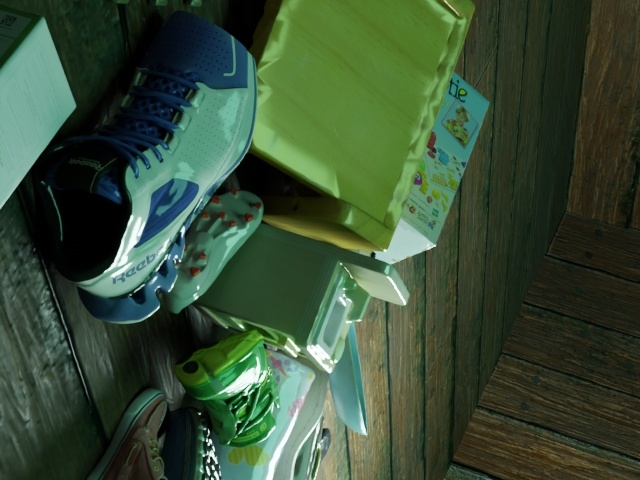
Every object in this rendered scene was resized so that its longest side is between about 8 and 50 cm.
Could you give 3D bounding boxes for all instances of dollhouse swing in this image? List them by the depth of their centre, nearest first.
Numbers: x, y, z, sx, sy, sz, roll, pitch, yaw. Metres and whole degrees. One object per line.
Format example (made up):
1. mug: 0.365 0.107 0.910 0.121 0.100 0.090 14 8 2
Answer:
1. dollhouse swing: -0.016 -0.203 1.687 0.305 0.315 0.347 25 80 -30

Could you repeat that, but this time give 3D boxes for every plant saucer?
1. plant saucer: 0.028 0.137 1.999 0.317 0.044 0.317 -9 90 -87

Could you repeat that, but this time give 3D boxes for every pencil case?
1. pencil case: -0.102 0.280 1.828 0.124 0.113 0.273 109 2 -79

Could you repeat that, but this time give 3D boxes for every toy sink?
1. toy sink: -0.026 0.076 1.670 0.153 0.234 0.131 55 55 -69

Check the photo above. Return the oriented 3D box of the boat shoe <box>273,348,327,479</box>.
1. boat shoe: -0.053 0.305 1.950 0.097 0.117 0.324 53 47 -64

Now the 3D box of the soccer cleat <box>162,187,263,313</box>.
1. soccer cleat: -0.133 0.008 1.582 0.196 0.068 0.076 -52 168 -45

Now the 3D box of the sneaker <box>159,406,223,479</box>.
1. sneaker: -0.201 0.338 1.584 0.129 0.147 0.330 80 13 -46

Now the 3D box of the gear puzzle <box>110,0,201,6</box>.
1. gear puzzle: -0.113 -0.321 1.355 0.339 0.044 0.175 -22 127 -67

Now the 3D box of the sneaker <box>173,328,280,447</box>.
1. sneaker: -0.095 0.184 1.614 0.295 0.109 0.123 57 8 -77

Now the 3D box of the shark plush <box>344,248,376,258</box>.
1. shark plush: 0.000 0.000 1.831 0.067 0.161 0.073 -49 139 -12

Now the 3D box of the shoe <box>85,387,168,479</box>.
1. shoe: -0.206 0.257 1.551 0.063 0.081 0.178 84 29 -50

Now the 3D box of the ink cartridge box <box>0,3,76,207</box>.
1. ink cartridge box: -0.283 -0.078 1.053 0.109 0.062 0.209 81 32 -53

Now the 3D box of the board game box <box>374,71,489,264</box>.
1. board game box: 0.114 -0.119 1.932 0.142 0.144 0.275 -25 -147 51

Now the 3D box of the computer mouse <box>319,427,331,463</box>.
1. computer mouse: -0.079 0.374 2.074 0.262 0.060 0.184 -52 160 -20

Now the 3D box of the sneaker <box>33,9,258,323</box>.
1. sneaker: -0.170 -0.079 1.278 0.182 0.127 0.315 46 65 -72
